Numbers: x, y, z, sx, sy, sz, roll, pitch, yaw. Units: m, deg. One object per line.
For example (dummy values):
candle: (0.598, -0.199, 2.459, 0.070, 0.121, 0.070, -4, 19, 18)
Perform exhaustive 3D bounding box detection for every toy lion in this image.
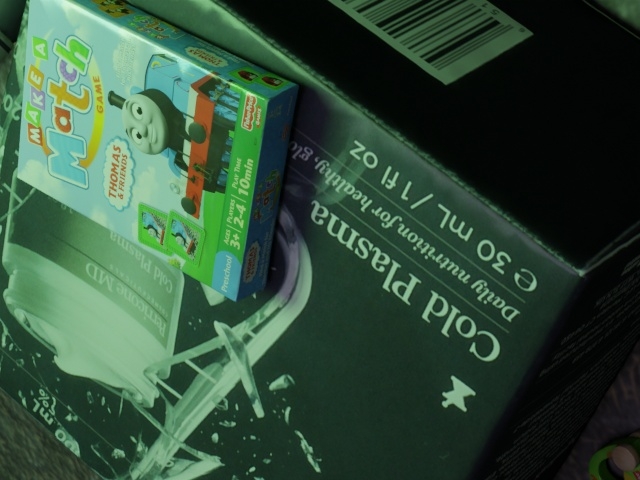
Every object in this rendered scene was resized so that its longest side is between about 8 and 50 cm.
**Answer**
toy lion: (0.257, 0.216, 1.442, 0.096, 0.034, 0.100, -31, 90, 51)

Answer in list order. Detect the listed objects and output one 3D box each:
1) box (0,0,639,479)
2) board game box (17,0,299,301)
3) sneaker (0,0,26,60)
box: (0.000, 0.000, 1.366, 0.480, 0.297, 0.472, 38, 132, 19)
board game box: (-0.119, -0.073, 1.195, 0.211, 0.039, 0.160, 28, 126, 27)
sneaker: (-0.354, -0.290, 1.629, 0.127, 0.126, 0.321, -49, 57, -1)
